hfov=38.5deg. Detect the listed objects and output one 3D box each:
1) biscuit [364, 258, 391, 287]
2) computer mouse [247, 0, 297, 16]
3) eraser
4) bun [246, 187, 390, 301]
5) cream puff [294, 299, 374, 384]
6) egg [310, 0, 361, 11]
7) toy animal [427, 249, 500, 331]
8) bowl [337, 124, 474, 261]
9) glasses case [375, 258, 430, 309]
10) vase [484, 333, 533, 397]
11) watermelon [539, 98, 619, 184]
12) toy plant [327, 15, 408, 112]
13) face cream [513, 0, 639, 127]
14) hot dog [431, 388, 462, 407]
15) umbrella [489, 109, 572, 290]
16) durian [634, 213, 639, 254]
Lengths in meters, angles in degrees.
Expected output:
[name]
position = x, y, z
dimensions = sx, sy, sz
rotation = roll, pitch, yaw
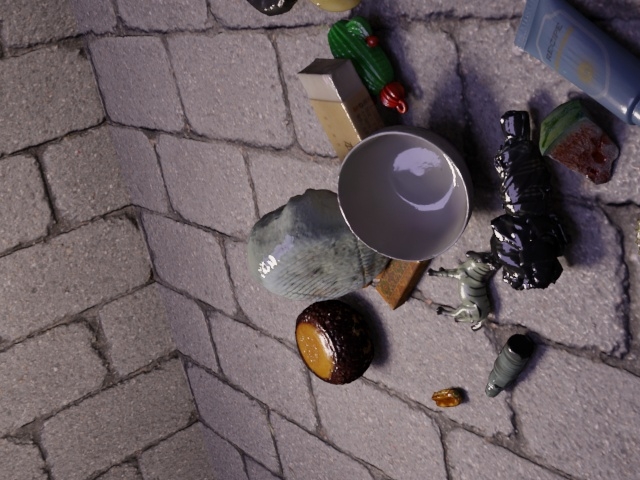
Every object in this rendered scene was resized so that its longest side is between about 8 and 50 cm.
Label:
[biscuit]
position = 0.072, 0.027, 2.367
dimensions = 0.324, 0.049, 0.205
rotation = 19, 126, 51
[computer mouse]
position = -0.154, -0.665, 2.138
dimensions = 0.323, 0.116, 0.183
rotation = 49, 146, 13
[eraser]
position = 0.079, -0.238, 2.019
dimensions = 0.144, 0.078, 0.343
rotation = 18, 143, 57
[bun]
position = 0.002, 0.002, 2.150
dimensions = 0.354, 0.354, 0.194
rotation = 112, 147, -53
[cream puff]
position = 0.043, 0.270, 2.471
dimensions = 0.239, 0.164, 0.239
rotation = 38, 141, 40
[egg]
position = 0.022, -0.566, 1.884
dimensions = 0.201, 0.164, 0.164
rotation = 61, 151, 16
[toy animal]
position = 0.328, 0.104, 1.979
dimensions = 0.176, 0.073, 0.217
rotation = 3, 120, 42
[bowl]
position = 0.189, -0.113, 1.903
dimensions = 0.287, 0.144, 0.287
rotation = 11, 119, 21
[glasses case]
position = 0.199, 0.076, 2.186
dimensions = 0.075, 0.049, 0.218
rotation = 52, 148, 21
[vase]
position = 0.404, 0.282, 1.998
dimensions = 0.060, 0.060, 0.211
rotation = 50, 149, 25
[watermelon]
position = 0.442, -0.163, 1.554
dimensions = 0.098, 0.121, 0.158
rotation = -37, 83, 39
[toy plant]
position = 0.098, -0.369, 1.977
dimensions = 0.154, 0.088, 0.240
rotation = -17, 101, 59
[face cream]
position = 0.453, -0.276, 1.474
dimensions = 0.385, 0.086, 0.136
rotation = 50, 148, 34
[hot dog]
position = 0.312, 0.386, 2.255
dimensions = 0.049, 0.037, 0.122
rotation = 54, 157, -4
[umbrella]
position = 0.374, -0.074, 1.725
dimensions = 0.154, 0.128, 0.337
rotation = -12, 95, 45
[durian]
position = 0.590, -0.011, 1.390
dimensions = 0.193, 0.137, 0.237
rotation = 5, 117, 63
